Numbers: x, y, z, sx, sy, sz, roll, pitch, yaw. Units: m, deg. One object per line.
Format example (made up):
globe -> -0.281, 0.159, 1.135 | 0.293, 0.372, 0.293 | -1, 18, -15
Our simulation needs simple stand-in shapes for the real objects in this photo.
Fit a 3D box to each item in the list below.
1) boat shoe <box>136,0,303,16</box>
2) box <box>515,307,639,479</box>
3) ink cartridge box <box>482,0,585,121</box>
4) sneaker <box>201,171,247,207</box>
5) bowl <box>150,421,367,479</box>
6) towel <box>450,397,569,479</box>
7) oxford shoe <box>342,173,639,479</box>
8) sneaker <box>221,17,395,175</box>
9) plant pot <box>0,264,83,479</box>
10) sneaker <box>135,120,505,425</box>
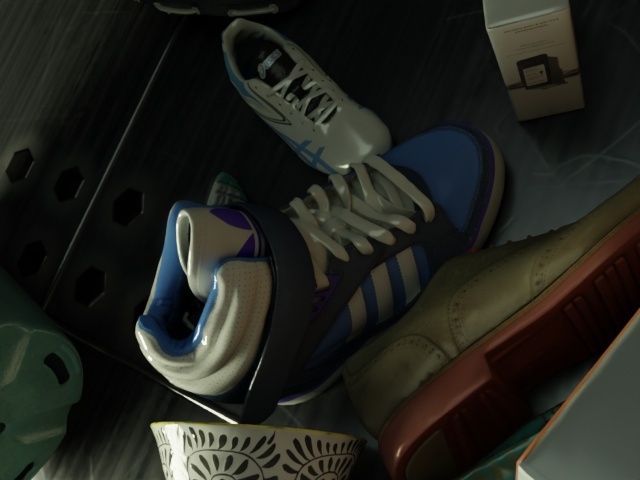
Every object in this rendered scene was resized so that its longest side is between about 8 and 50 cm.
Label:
boat shoe -> -0.157, -0.302, 0.892 | 0.302, 0.091, 0.114 | 13, 58, 33
box -> 0.271, 0.057, 0.399 | 0.168, 0.215, 0.345 | 37, 77, 26
ink cartridge box -> 0.176, -0.184, 0.640 | 0.063, 0.150, 0.109 | -10, 67, 20
sneaker -> -0.120, 0.010, 0.775 | 0.076, 0.065, 0.167 | -5, 68, 30
bowl -> -0.051, 0.188, 0.596 | 0.170, 0.170, 0.080 | -4, 70, 26
towel -> 0.203, 0.249, 0.529 | 0.370, 0.040, 0.271 | -34, 59, 13
oxford shoe -> 0.160, 0.028, 0.582 | 0.348, 0.123, 0.130 | -38, 46, -2
sneaker -> -0.022, -0.142, 0.766 | 0.085, 0.086, 0.237 | -48, 59, 2
plant pot -> -0.442, 0.108, 0.768 | 0.334, 0.341, 0.341 | 33, 89, 25
sneaker -> -0.001, 0.000, 0.610 | 0.323, 0.236, 0.130 | -47, 58, 6
